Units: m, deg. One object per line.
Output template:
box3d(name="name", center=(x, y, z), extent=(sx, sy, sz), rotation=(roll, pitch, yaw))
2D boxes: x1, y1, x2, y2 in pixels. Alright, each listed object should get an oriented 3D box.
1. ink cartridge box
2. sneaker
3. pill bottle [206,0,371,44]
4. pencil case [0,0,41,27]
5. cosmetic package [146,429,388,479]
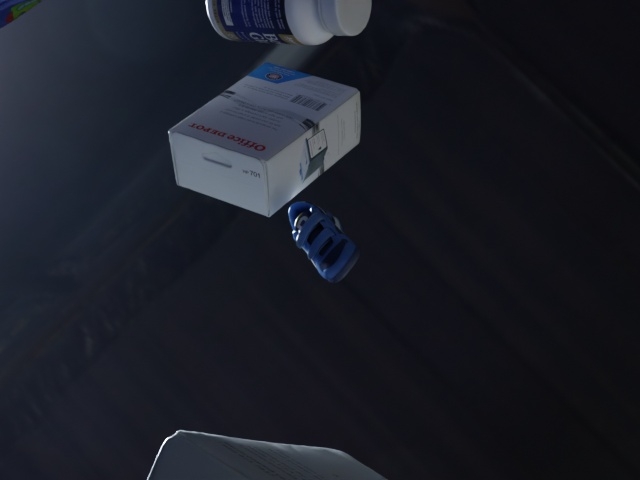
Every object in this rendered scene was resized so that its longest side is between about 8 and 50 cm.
box3d(name="ink cartridge box", center=(-0.062, -0.122, 1.522), extent=(0.191, 0.140, 0.082), rotation=(-43, -39, -40))
box3d(name="sneaker", center=(0.000, 0.000, 1.435), extent=(0.053, 0.059, 0.144), rotation=(-48, 26, 5))
box3d(name="pill bottle", center=(-0.033, -0.261, 1.422), extent=(0.094, 0.169, 0.094), rotation=(-17, -68, -52))
box3d(name="pencil case", center=(-0.288, -0.269, 0.862), extent=(0.119, 0.306, 0.133), rotation=(-39, 17, -33))
box3d(name="cosmetic package", center=(-0.017, 0.439, 1.263), extent=(0.327, 0.329, 0.393), rotation=(20, -86, -56))
